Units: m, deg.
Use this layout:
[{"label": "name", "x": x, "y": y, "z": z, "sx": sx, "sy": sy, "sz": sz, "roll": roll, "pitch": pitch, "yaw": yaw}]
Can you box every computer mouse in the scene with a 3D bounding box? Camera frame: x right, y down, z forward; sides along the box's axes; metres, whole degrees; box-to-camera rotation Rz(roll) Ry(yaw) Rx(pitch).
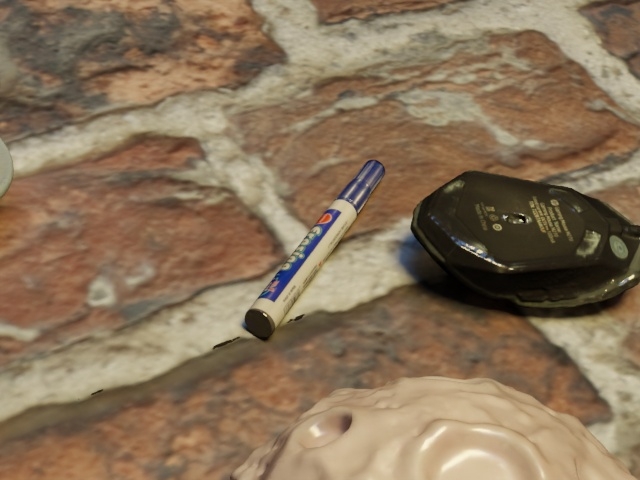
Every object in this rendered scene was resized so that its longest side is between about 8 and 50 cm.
[{"label": "computer mouse", "x": 0.156, "y": 0.005, "z": 1.019, "sx": 0.192, "sy": 0.062, "sz": 0.105, "roll": 5, "pitch": 45, "yaw": -17}]

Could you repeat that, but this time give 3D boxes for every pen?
[{"label": "pen", "x": 0.000, "y": 0.000, "z": 1.011, "sx": 0.025, "sy": 0.025, "sz": 0.204, "roll": 26, "pitch": 46, "yaw": 11}]

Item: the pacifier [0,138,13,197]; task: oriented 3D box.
[{"label": "pacifier", "x": -0.332, "y": -0.123, "z": 0.928, "sx": 0.279, "sy": 0.207, "sz": 0.227, "roll": 25, "pitch": 29, "yaw": 10}]

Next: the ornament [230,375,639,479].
[{"label": "ornament", "x": 0.050, "y": 0.198, "z": 0.667, "sx": 0.225, "sy": 0.259, "sz": 0.259, "roll": -21, "pitch": 55, "yaw": -31}]
